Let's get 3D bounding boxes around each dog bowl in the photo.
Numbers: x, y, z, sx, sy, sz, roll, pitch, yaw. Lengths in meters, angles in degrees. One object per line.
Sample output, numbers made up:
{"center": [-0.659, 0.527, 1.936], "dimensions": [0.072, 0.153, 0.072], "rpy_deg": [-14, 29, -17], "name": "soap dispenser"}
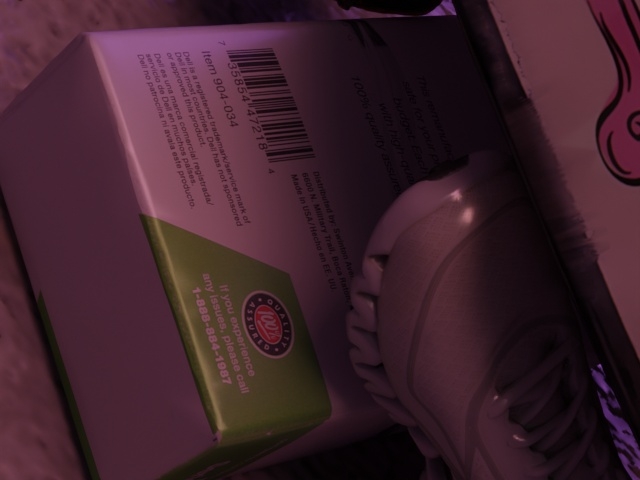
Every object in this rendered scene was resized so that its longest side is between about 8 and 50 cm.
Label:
{"center": [0.192, -0.036, 0.830], "dimensions": [0.408, 0.150, 0.408], "rpy_deg": [60, 15, -27], "name": "dog bowl"}

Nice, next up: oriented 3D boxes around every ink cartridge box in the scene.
{"center": [0.000, 0.000, 0.886], "dimensions": [0.273, 0.115, 0.198], "rpy_deg": [-8, 72, -40], "name": "ink cartridge box"}

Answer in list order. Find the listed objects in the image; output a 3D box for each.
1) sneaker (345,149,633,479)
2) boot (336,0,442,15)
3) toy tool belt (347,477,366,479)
{"center": [0.091, 0.086, 0.777], "dimensions": [0.110, 0.292, 0.118], "rpy_deg": [-33, 44, -21], "name": "sneaker"}
{"center": [-0.034, -0.176, 0.925], "dimensions": [0.197, 0.073, 0.152], "rpy_deg": [8, 25, -22], "name": "boot"}
{"center": [0.007, 0.143, 0.860], "dimensions": [0.083, 0.051, 0.052], "rpy_deg": [-14, 76, -40], "name": "toy tool belt"}
